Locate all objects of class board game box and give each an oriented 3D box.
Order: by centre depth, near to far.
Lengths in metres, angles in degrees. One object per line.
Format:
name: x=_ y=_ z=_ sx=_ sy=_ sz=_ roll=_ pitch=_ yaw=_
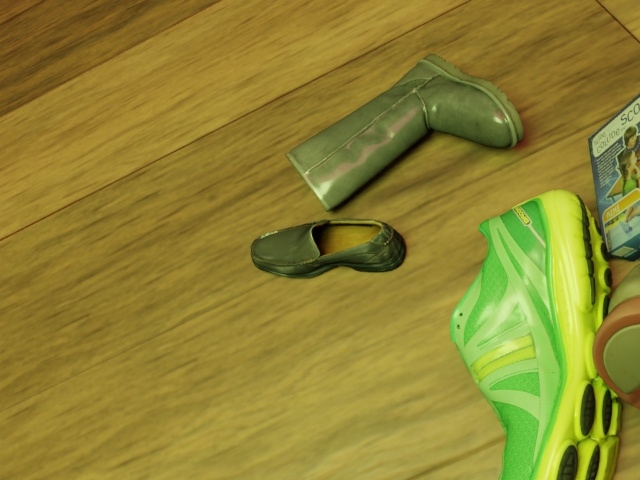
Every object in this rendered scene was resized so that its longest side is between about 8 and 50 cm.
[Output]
board game box: x=0.306 y=-0.085 z=0.512 sx=0.035 sy=0.201 sz=0.136 roll=12 pitch=62 yaw=-12

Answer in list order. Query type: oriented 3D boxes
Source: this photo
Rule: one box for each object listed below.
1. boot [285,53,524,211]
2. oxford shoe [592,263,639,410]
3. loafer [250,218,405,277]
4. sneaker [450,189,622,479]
boot: x=0.083 y=-0.103 z=0.672 sx=0.208 sy=0.076 sz=0.189 roll=-33 pitch=41 yaw=-8
oxford shoe: x=0.375 y=0.103 z=0.422 sx=0.348 sy=0.123 sz=0.130 roll=27 pitch=41 yaw=16
loafer: x=0.000 y=0.000 z=0.651 sx=0.170 sy=0.061 sz=0.062 roll=-7 pitch=61 yaw=18
sneaker: x=0.174 y=0.103 z=0.519 sx=0.123 sy=0.109 sz=0.295 roll=-12 pitch=58 yaw=43
